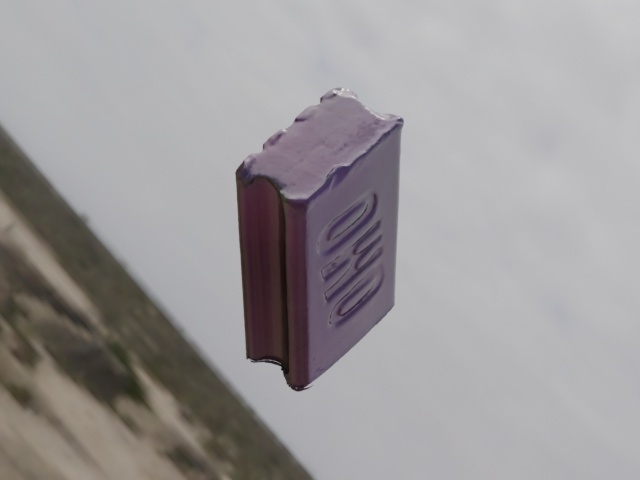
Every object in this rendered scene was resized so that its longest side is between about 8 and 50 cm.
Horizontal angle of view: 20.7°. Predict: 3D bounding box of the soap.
[{"bbox_3d":[0.000,0.000,1.261,0.065,0.122,0.203,31,-35,26],"label":"soap"}]
